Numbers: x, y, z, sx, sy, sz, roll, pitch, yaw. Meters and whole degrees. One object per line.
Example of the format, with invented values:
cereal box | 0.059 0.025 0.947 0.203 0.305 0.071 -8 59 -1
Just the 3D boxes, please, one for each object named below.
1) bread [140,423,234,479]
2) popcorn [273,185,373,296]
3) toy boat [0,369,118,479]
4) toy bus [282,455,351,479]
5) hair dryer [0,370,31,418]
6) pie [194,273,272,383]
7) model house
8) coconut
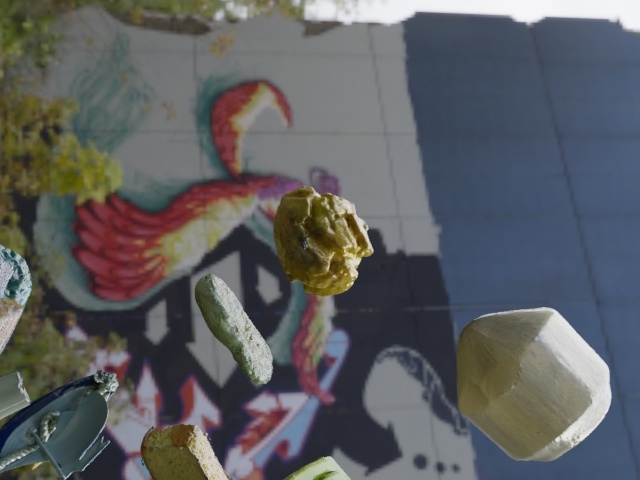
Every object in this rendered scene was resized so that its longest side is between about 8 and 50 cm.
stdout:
bread | -0.206 0.372 1.646 0.187 0.103 0.065 63 25 -3
popcorn | 0.000 0.000 1.529 0.148 0.152 0.167 -14 -86 36
toy boat | -0.346 0.254 1.386 0.067 0.220 0.291 59 -20 -13
toy bus | 0.026 0.381 1.202 0.262 0.128 0.150 47 -64 16
hair dryer | -0.422 0.213 1.191 0.225 0.219 0.088 42 24 -79
pie | -0.128 0.133 1.559 0.187 0.041 0.187 58 3 -5
model house | -0.586 0.114 1.725 0.241 0.226 0.261 -1 -117 61
coconut | 0.344 0.232 1.763 0.266 0.237 0.237 47 -17 -1
